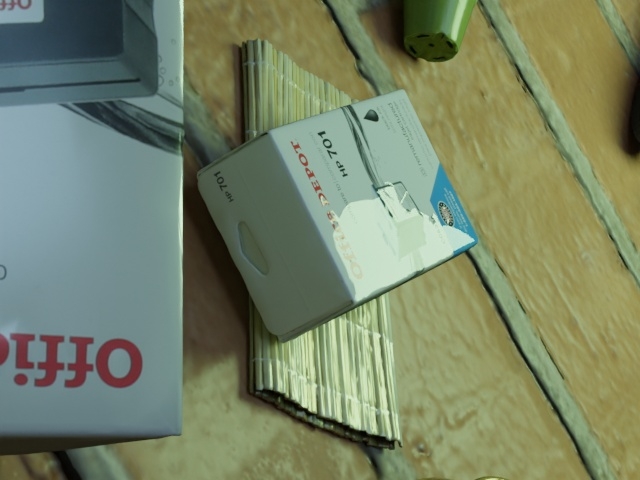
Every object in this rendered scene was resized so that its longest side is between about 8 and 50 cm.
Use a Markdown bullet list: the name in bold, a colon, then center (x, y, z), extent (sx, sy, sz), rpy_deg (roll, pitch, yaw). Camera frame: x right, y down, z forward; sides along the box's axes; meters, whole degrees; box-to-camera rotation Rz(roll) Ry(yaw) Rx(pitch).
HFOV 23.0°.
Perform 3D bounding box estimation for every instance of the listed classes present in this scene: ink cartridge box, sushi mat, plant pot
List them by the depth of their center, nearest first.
- **ink cartridge box**: center (-0.222, -0.094, 0.764), extent (0.286, 0.166, 0.394), rpy_deg (6, 80, -39)
- **ink cartridge box**: center (0.017, -0.023, 1.165), extent (0.191, 0.082, 0.139), rpy_deg (-24, 87, -56)
- **sushi mat**: center (0.000, 0.000, 1.217), extent (0.151, 0.019, 0.316), rpy_deg (27, 48, -40)
- **plant pot**: center (0.107, -0.210, 1.446), extent (0.083, 0.083, 0.079), rpy_deg (31, 57, -36)

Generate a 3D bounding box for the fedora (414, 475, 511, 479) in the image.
- **fedora**: center (0.127, 0.232, 1.123), extent (0.194, 0.079, 0.194), rpy_deg (22, 35, -16)

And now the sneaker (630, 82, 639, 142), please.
- **sneaker**: center (0.445, -0.172, 1.804), extent (0.131, 0.112, 0.319), rpy_deg (47, 39, -15)
